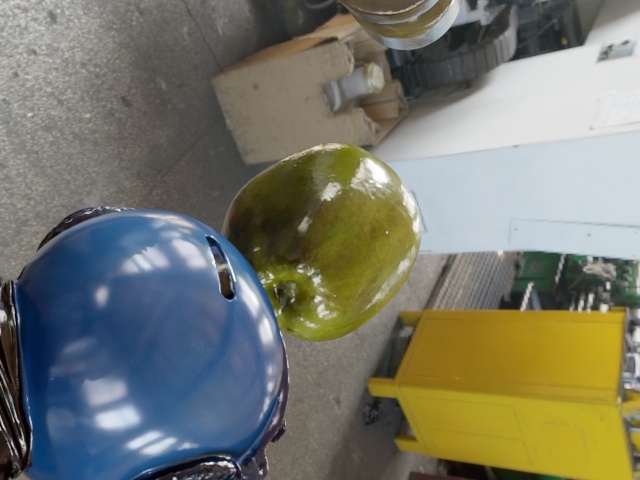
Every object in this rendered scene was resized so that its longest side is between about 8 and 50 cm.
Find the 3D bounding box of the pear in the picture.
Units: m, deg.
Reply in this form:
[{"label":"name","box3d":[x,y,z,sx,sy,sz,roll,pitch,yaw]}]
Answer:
[{"label":"pear","box3d":[0.000,0.000,0.827,0.321,0.269,0.269,-52,129,-55]}]

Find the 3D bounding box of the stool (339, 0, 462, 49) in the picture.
[{"label":"stool","box3d":[0.109,-0.378,0.850,0.264,0.179,0.179,-28,112,-74]}]

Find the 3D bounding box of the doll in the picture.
[{"label":"doll","box3d":[-0.176,0.094,0.462,0.310,0.240,0.284,-1,49,-31]}]
